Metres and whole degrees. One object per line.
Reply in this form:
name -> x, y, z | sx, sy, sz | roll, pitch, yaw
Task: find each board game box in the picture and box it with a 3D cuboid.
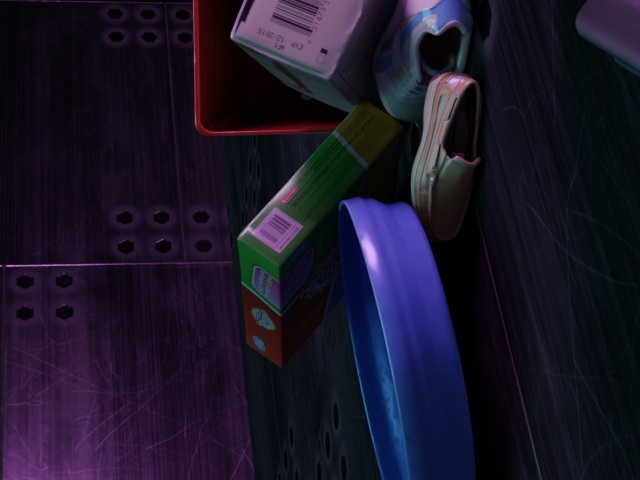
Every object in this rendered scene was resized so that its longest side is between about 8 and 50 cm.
board game box -> 0.000, 0.000, 1.736 | 0.242, 0.064, 0.316 | -49, -16, -21

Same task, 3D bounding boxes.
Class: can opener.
can opener -> 0.253, -0.126, 0.902 | 0.093, 0.074, 0.280 | -54, 19, 6

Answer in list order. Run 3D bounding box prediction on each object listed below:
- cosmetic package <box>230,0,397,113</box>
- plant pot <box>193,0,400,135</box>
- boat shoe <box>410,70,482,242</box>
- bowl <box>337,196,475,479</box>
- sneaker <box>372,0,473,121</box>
cosmetic package -> 0.010, -0.251, 1.626 | 0.153, 0.129, 0.296 | -66, -11, 0
plant pot -> -0.027, -0.269, 1.899 | 0.236, 0.267, 0.267 | 11, -102, -88
boat shoe -> 0.141, -0.085, 1.490 | 0.072, 0.068, 0.190 | 28, 121, 60
bowl -> 0.094, 0.140, 1.541 | 0.391, 0.077, 0.391 | 170, 90, -85
sneaker -> 0.114, -0.201, 1.556 | 0.228, 0.087, 0.092 | 101, 162, -56
